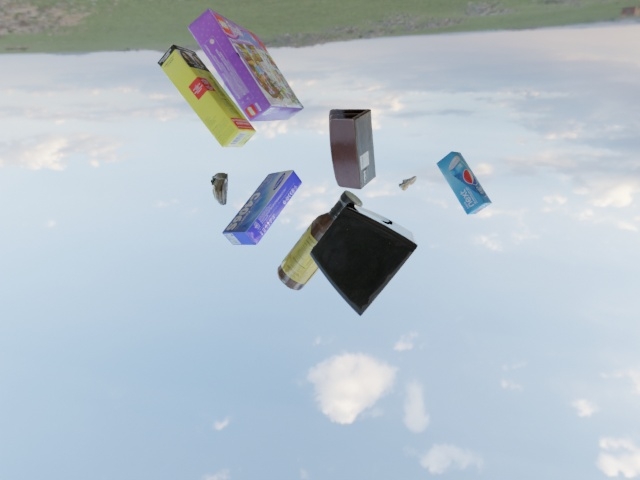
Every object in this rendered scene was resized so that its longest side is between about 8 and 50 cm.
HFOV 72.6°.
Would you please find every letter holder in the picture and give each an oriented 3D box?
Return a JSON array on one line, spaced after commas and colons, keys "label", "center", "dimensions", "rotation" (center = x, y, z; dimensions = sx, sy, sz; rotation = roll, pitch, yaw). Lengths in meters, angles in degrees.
[{"label": "letter holder", "center": [0.101, -0.395, 1.870], "dimensions": [0.214, 0.302, 0.152], "rotation": [11, -146, 31]}]

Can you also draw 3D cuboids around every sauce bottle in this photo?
[{"label": "sauce bottle", "center": [0.000, 0.000, 1.322], "dimensions": [0.111, 0.344, 0.111], "rotation": [34, -158, -15]}]

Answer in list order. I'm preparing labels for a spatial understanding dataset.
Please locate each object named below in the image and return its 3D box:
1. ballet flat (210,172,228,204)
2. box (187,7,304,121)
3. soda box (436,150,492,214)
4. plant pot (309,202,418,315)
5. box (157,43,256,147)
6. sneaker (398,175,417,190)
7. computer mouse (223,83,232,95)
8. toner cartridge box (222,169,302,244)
[{"label": "ballet flat", "center": [-0.321, -0.169, 1.371], "dimensions": [0.058, 0.084, 0.250], "rotation": [2, -159, -11]}, {"label": "box", "center": [-0.139, -0.353, 0.922], "dimensions": [0.057, 0.201, 0.293], "rotation": [-31, -172, 17]}, {"label": "soda box", "center": [0.477, -0.192, 1.452], "dimensions": [0.067, 0.071, 0.210], "rotation": [-7, -115, -47]}, {"label": "plant pot", "center": [0.084, 0.020, 0.955], "dimensions": [0.166, 0.188, 0.187], "rotation": [37, -167, 2]}, {"label": "box", "center": [-0.243, -0.307, 0.940], "dimensions": [0.058, 0.232, 0.087], "rotation": [-38, 176, 22]}, {"label": "sneaker", "center": [0.336, -0.229, 1.683], "dimensions": [0.083, 0.032, 0.037], "rotation": [-37, -122, -18]}, {"label": "computer mouse", "center": [-0.232, -0.530, 1.477], "dimensions": [0.192, 0.106, 0.042], "rotation": [-20, -128, -5]}, {"label": "toner cartridge box", "center": [-0.229, -0.134, 1.741], "dimensions": [0.165, 0.075, 0.348], "rotation": [1, -132, 44]}]
